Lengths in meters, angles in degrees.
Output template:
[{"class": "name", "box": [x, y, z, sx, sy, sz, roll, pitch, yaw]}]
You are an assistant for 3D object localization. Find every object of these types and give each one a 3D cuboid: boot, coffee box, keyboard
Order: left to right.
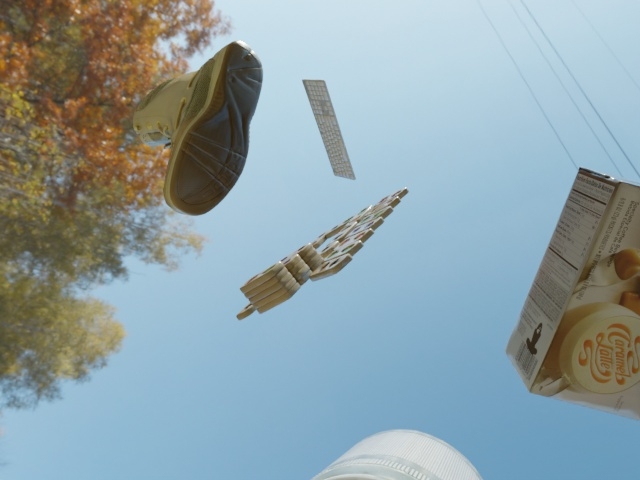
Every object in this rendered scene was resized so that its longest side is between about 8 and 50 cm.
[{"class": "boot", "box": [-0.198, -0.146, 0.736, 0.204, 0.095, 0.261, -5, -115, 40]}, {"class": "keyboard", "box": [0.022, -0.250, 1.183, 0.014, 0.255, 0.072, -39, -142, -22]}, {"class": "coffee box", "box": [0.327, 0.059, 0.575, 0.098, 0.141, 0.246, -81, -173, -73]}]

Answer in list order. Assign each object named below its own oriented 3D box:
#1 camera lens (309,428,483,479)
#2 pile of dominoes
[{"class": "camera lens", "box": [0.077, 0.338, 0.559, 0.220, 0.274, 0.219, -3, -100, 20]}, {"class": "pile of dominoes", "box": [0.000, 0.000, 0.656, 0.196, 0.251, 0.040, -31, -81, 38]}]
